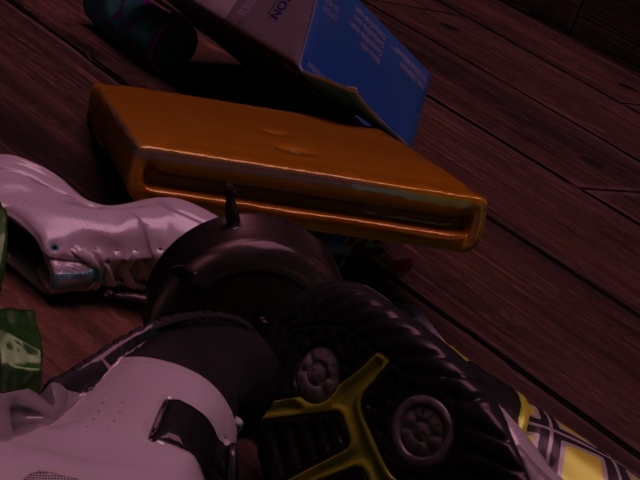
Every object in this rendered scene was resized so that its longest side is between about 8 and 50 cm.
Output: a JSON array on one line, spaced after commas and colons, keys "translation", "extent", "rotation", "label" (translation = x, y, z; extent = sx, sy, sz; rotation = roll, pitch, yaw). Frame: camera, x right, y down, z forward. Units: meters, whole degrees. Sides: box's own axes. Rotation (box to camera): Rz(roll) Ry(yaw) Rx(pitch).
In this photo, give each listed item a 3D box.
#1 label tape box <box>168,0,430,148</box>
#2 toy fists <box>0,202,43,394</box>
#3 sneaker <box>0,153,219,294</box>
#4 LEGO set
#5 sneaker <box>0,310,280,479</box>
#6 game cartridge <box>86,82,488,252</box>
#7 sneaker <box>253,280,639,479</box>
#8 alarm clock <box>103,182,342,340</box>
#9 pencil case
[{"translation": [-0.005, -0.209, 1.704], "extent": [0.348, 0.115, 0.249], "rotation": [33, -2, 36], "label": "label tape box"}, {"translation": [-0.247, 0.022, 0.936], "extent": [0.142, 0.096, 0.279], "rotation": [13, 22, -24], "label": "toy fists"}, {"translation": [-0.153, 0.011, 1.132], "extent": [0.212, 0.080, 0.094], "rotation": [15, 30, 1], "label": "sneaker"}, {"translation": [0.000, 0.000, 1.343], "extent": [0.182, 0.060, 0.244], "rotation": [18, 17, -24], "label": "LEGO set"}, {"translation": [-0.094, 0.134, 0.786], "extent": [0.146, 0.122, 0.330], "rotation": [38, 28, 17], "label": "sneaker"}, {"translation": [-0.043, -0.068, 1.390], "extent": [0.285, 0.052, 0.324], "rotation": [8, 11, -15], "label": "game cartridge"}, {"translation": [0.113, 0.167, 0.912], "extent": [0.385, 0.145, 0.147], "rotation": [43, 16, 26], "label": "sneaker"}, {"translation": [-0.032, 0.065, 1.031], "extent": [0.192, 0.129, 0.064], "rotation": [44, 10, -26], "label": "alarm clock"}, {"translation": [-0.195, -0.237, 1.763], "extent": [0.064, 0.070, 0.152], "rotation": [4, 27, -44], "label": "pencil case"}]
